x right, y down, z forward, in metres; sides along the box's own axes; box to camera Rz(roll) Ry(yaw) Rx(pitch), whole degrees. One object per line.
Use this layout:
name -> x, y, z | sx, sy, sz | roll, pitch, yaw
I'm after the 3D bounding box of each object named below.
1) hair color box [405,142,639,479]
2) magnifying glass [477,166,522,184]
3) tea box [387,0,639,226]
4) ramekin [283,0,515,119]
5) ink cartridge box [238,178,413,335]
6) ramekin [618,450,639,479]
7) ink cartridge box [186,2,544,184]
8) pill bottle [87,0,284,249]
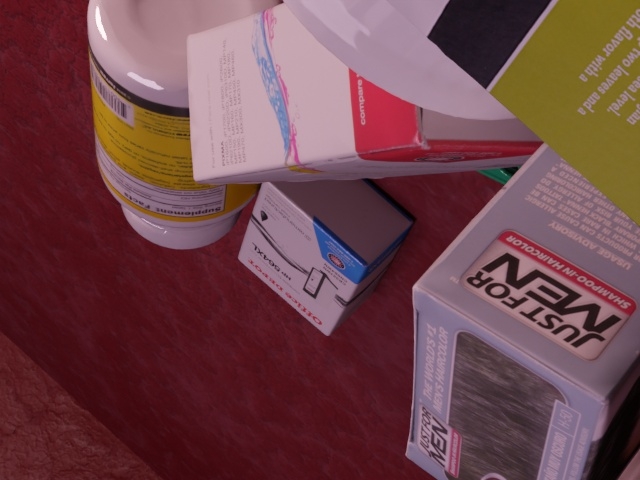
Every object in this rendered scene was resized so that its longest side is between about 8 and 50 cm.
hair color box -> 0.205, -0.017, 0.720 | 0.113, 0.374, 0.185 | 33, 151, 24
magnifying glass -> 0.178, -0.063, 1.094 | 0.231, 0.026, 0.092 | 44, 153, 8
tea box -> 0.231, -0.175, 0.512 | 0.323, 0.329, 0.220 | 42, 153, 4
ramekin -> 0.101, -0.221, 0.710 | 0.277, 0.277, 0.135 | 48, 147, -5
ink cartridge box -> 0.000, 0.000, 1.366 | 0.148, 0.086, 0.203 | 41, 153, 9
ramekin -> 0.302, 0.290, 1.315 | 0.207, 0.109, 0.207 | 34, 152, 21
ink cartridge box -> 0.065, -0.115, 0.932 | 0.306, 0.226, 0.131 | 0, 93, 55
pill bottle -> -0.137, -0.131, 1.264 | 0.188, 0.188, 0.334 | 39, 153, 14
